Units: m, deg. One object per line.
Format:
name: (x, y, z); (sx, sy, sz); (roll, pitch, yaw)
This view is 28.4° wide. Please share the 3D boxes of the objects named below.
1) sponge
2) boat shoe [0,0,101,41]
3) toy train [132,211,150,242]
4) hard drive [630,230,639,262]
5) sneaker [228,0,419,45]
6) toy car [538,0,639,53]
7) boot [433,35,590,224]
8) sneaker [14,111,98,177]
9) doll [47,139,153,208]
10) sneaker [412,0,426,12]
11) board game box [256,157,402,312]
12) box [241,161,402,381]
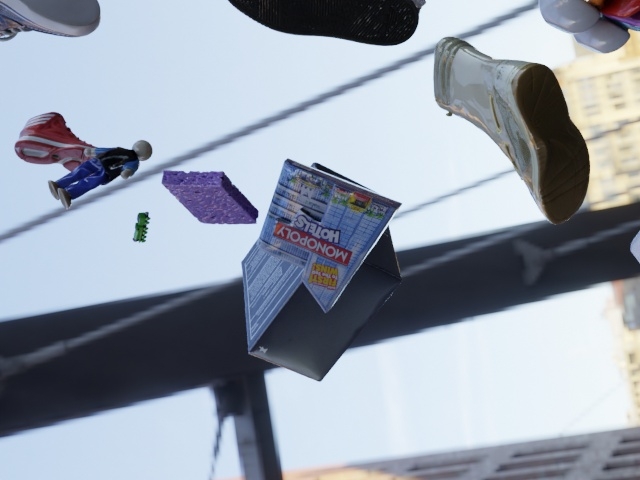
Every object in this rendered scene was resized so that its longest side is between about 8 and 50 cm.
sponge: (-0.200, -0.077, 2.335); (0.210, 0.117, 0.031); (51, -137, -66)
boat shoe: (-0.549, -0.423, 2.308); (0.127, 0.340, 0.158); (-53, -14, -36)
toy train: (-0.313, -0.022, 2.212); (0.083, 0.023, 0.017); (112, 143, -51)
hard drive: (0.578, -0.097, 1.605); (0.047, 0.353, 0.233); (57, 160, 20)
sneaker: (-0.007, -0.376, 1.891); (0.178, 0.295, 0.124); (-104, 29, -68)
toy car: (0.355, -0.302, 1.483); (0.182, 0.136, 0.159); (17, -83, -50)
boot: (0.259, -0.155, 1.753); (0.203, 0.095, 0.262); (32, 157, 50)
sneaker: (-0.509, -0.208, 2.613); (0.087, 0.221, 0.128); (118, 163, -45)
doll: (-0.370, -0.124, 2.158); (0.129, 0.189, 0.046); (35, 147, 44)
sneaker: (0.124, -0.408, 2.225); (0.166, 0.065, 0.076); (9, -81, -49)
board game box: (0.000, 0.000, 1.933); (0.060, 0.194, 0.194); (-36, -34, -72)
box: (-0.006, 0.063, 2.497); (0.182, 0.296, 0.294); (25, -150, -22)
